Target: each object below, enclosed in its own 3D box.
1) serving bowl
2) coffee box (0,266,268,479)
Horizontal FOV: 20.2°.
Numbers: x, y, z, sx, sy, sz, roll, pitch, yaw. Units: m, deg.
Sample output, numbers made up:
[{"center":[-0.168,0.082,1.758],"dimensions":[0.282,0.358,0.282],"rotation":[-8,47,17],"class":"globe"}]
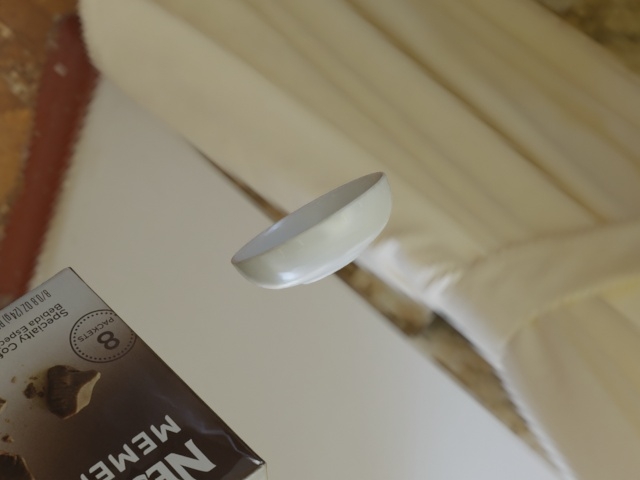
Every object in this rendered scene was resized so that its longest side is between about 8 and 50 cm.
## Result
[{"center":[0.000,0.000,0.843],"dimensions":[0.083,0.083,0.027],"rotation":[-33,99,-24],"class":"serving bowl"},{"center":[-0.185,0.170,0.875],"dimensions":[0.297,0.168,0.119],"rotation":[-34,147,-23],"class":"coffee box"}]
